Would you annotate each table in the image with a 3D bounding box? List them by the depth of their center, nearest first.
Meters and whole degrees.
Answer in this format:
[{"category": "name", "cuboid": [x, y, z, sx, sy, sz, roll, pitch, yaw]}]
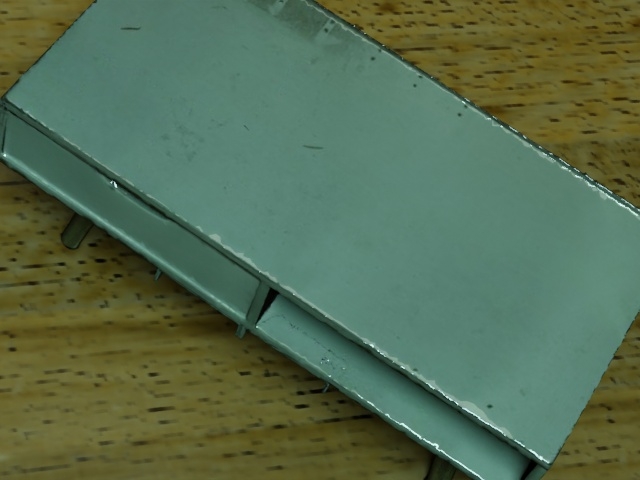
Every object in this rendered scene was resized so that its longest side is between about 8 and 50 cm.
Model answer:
[{"category": "table", "cuboid": [0.000, 0.000, 0.684, 0.240, 0.111, 0.121, 34, 57, 6]}]
